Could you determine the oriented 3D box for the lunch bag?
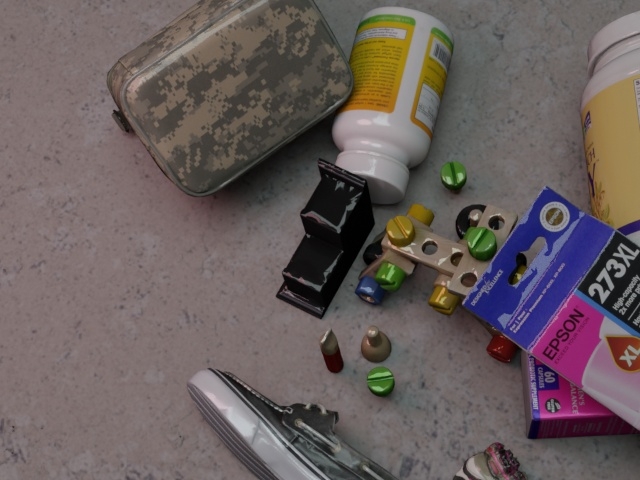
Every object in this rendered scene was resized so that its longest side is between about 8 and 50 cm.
[{"bbox_3d":[-0.133,-0.228,1.942,0.305,0.212,0.256,-37,26,-6],"label":"lunch bag"}]

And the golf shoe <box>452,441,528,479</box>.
[{"bbox_3d":[0.236,0.348,1.776,0.086,0.067,0.186,-37,66,18],"label":"golf shoe"}]

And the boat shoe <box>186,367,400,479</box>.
[{"bbox_3d":[-0.019,0.263,1.815,0.335,0.121,0.119,41,70,7],"label":"boat shoe"}]

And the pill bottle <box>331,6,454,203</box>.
[{"bbox_3d":[0.092,-0.180,1.946,0.136,0.136,0.245,11,71,10],"label":"pill bottle"}]

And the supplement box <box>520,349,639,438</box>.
[{"bbox_3d":[0.367,0.179,1.794,0.220,0.114,0.111,-4,69,3],"label":"supplement box"}]

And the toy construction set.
[{"bbox_3d":[0.130,0.052,1.801,0.309,0.237,0.257,-37,70,-7],"label":"toy construction set"}]

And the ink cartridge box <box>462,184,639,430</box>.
[{"bbox_3d":[0.365,0.111,1.673,0.371,0.069,0.176,35,92,-4],"label":"ink cartridge box"}]

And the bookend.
[{"bbox_3d":[0.000,0.000,1.879,0.072,0.156,0.157,26,75,15],"label":"bookend"}]

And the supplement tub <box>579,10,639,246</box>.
[{"bbox_3d":[0.457,-0.106,1.822,0.241,0.241,0.331,-4,68,5],"label":"supplement tub"}]
